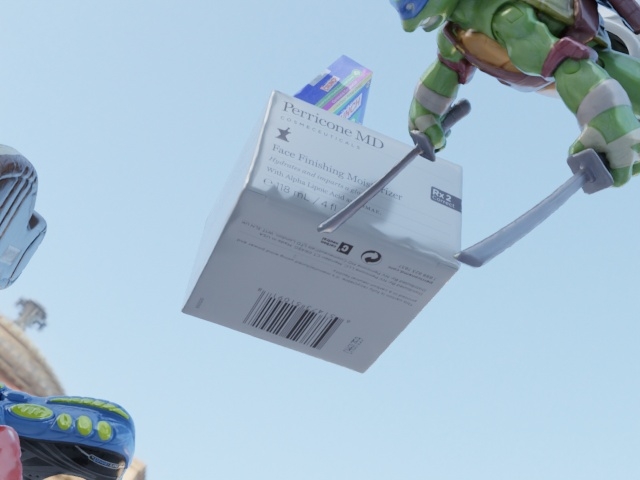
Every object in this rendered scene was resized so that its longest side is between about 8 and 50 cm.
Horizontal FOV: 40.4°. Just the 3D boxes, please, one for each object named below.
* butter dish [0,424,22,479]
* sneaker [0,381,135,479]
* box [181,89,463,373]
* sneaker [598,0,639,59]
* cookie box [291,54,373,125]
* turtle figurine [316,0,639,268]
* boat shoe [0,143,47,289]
[{"bbox_3d":[-0.182,0.182,0.364,0.160,0.160,0.118,-23,-56,-5],"label":"butter dish"},{"bbox_3d":[-0.234,0.153,0.662,0.188,0.067,0.078,9,-71,6],"label":"sneaker"},{"bbox_3d":[0.000,0.000,0.738,0.181,0.119,0.182,20,-42,-12],"label":"box"},{"bbox_3d":[0.436,-0.212,1.107,0.258,0.091,0.094,48,-11,30],"label":"sneaker"},{"bbox_3d":[0.005,-0.114,0.858,0.040,0.092,0.107,32,-37,18],"label":"cookie box"},{"bbox_3d":[0.149,-0.068,0.588,0.266,0.274,0.198,11,-22,-21],"label":"turtle figurine"},{"bbox_3d":[-0.257,-0.021,0.601,0.095,0.095,0.257,32,-19,-6],"label":"boat shoe"}]
